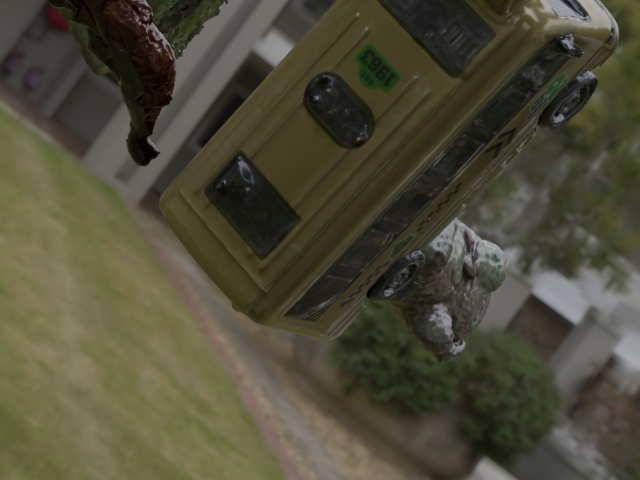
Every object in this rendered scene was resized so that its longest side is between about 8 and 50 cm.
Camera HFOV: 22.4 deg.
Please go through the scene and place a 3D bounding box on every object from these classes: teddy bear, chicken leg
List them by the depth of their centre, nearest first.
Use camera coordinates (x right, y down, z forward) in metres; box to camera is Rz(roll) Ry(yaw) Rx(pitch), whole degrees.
[{"bbox_3d":[-0.156,-0.152,1.277,0.089,0.048,0.219,5,-46,38],"label":"chicken leg"},{"bbox_3d":[0.123,0.025,1.883,0.151,0.236,0.267,-15,-35,27],"label":"teddy bear"}]

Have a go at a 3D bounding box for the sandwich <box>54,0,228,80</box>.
[{"bbox_3d":[-0.209,-0.378,1.915,0.131,0.325,0.262,-14,68,-49],"label":"sandwich"}]

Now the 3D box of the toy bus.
[{"bbox_3d":[0.055,-0.095,1.298,0.177,0.365,0.202,48,15,20],"label":"toy bus"}]

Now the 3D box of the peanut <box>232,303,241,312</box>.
[{"bbox_3d":[0.001,0.001,1.653,0.085,0.228,0.104,50,-8,3],"label":"peanut"}]
